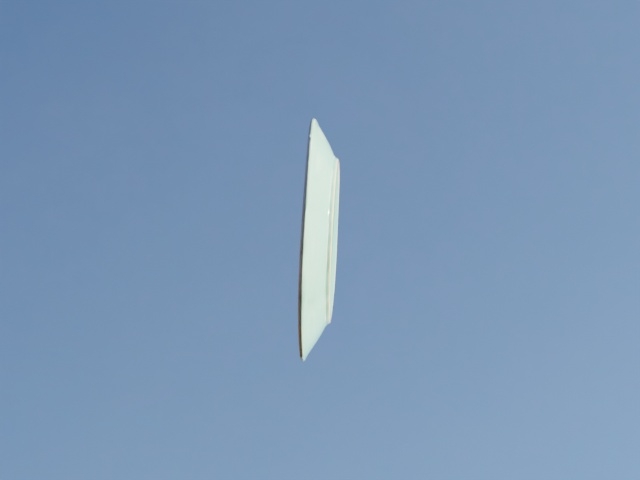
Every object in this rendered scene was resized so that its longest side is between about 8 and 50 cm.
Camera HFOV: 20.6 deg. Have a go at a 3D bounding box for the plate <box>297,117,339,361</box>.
[{"bbox_3d":[0.000,0.000,1.353,0.024,0.188,0.188,3,-30,3],"label":"plate"}]
